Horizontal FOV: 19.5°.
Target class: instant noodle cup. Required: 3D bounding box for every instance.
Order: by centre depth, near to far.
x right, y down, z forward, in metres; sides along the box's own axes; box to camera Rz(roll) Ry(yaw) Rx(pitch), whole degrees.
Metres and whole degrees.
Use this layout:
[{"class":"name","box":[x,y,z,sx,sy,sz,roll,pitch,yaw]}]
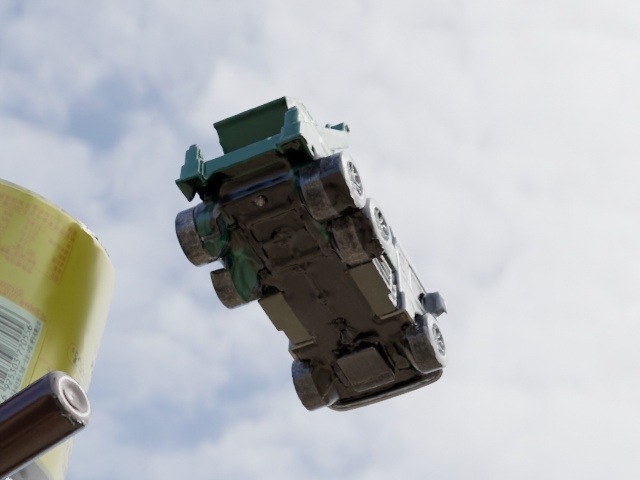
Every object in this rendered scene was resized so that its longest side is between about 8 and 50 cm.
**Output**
[{"class":"instant noodle cup","box":[-0.224,0.093,1.088,0.215,0.236,0.215,14,-32,9]}]

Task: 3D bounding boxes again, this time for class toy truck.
[{"class":"toy truck","box":[0.000,0.000,1.156,0.110,0.116,0.216,-20,-51,18]}]

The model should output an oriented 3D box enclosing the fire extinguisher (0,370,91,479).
[{"class":"fire extinguisher","box":[-0.168,0.114,0.816,0.173,0.035,0.049,-32,-21,17]}]
